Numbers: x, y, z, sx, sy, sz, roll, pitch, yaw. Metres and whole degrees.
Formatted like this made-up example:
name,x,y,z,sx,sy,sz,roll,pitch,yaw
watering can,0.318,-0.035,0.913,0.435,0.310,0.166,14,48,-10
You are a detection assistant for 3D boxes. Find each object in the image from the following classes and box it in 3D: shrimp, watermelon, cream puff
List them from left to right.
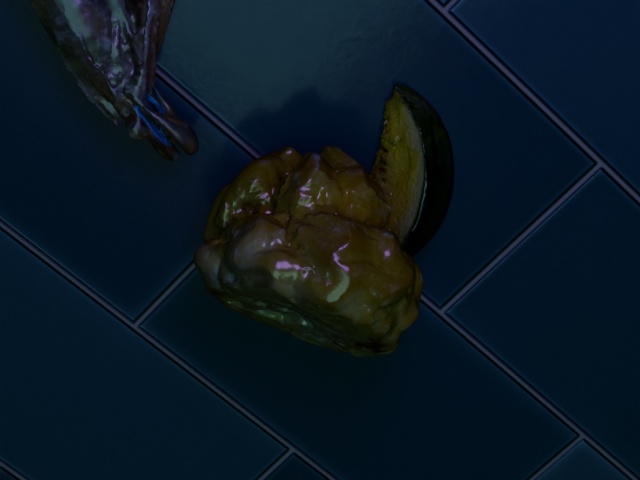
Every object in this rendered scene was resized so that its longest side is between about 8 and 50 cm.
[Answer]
name,x,y,z,sx,sy,sz,roll,pitch,yaw
shrimp,-0.271,-0.315,1.702,0.221,0.110,0.446,-22,110,-2
cream puff,0.002,0.000,1.751,0.291,0.324,0.257,25,73,-28
watermelon,0.120,-0.067,1.843,0.129,0.123,0.301,26,115,21
